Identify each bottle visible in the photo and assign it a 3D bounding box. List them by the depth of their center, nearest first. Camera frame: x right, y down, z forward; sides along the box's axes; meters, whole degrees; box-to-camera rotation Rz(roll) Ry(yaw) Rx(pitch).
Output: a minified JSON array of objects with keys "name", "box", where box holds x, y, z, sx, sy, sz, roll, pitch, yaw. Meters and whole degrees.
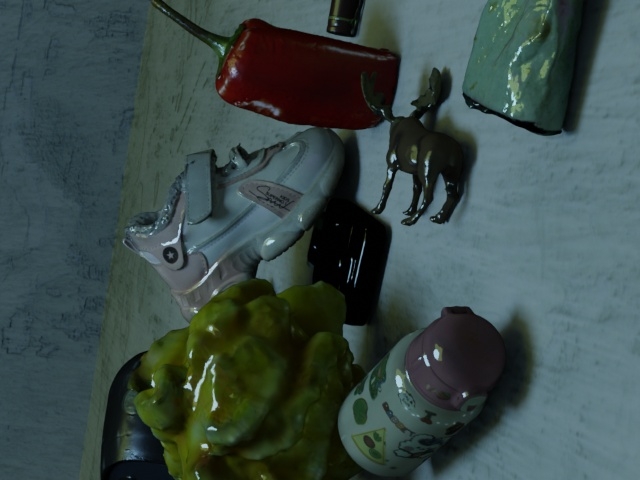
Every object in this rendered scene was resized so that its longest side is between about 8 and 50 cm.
[{"name":"bottle","box":[0.114,0.163,1.438,0.253,0.120,0.120,126,146,-55]},{"name":"bottle","box":[0.000,0.000,1.961,0.030,0.030,0.083,-127,47,-64]}]

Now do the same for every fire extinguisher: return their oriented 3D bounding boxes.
[{"name":"fire extinguisher","box":[0.043,-0.384,1.971,0.064,0.043,0.158,16,100,41]}]

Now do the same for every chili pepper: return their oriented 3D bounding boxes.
[{"name":"chili pepper","box":[-0.073,-0.231,1.793,0.134,0.338,0.131,-145,67,-71]}]

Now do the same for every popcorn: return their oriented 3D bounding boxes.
[{"name":"popcorn","box":[-0.051,0.204,1.632,0.321,0.325,0.290,-45,19,-5]}]

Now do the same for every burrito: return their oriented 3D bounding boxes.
[{"name":"burrito","box":[0.220,-0.232,1.345,0.144,0.089,0.229,36,118,53]}]

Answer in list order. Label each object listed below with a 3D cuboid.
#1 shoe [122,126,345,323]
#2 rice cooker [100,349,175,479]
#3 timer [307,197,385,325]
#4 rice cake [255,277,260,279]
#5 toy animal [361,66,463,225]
[{"name":"shoe","box":[-0.125,-0.053,1.918,0.351,0.198,0.172,-47,10,2]},{"name":"rice cooker","box":[-0.235,0.312,2.189,0.267,0.267,0.224,125,157,-53]},{"name":"timer","box":[0.030,0.027,1.826,0.187,0.055,0.144,-140,59,-68]},{"name":"rice cake","box":[-0.158,0.191,2.297,0.365,0.056,0.072,120,152,-47]},{"name":"toy animal","box":[0.115,-0.119,1.615,0.214,0.094,0.186,-155,69,-62]}]
